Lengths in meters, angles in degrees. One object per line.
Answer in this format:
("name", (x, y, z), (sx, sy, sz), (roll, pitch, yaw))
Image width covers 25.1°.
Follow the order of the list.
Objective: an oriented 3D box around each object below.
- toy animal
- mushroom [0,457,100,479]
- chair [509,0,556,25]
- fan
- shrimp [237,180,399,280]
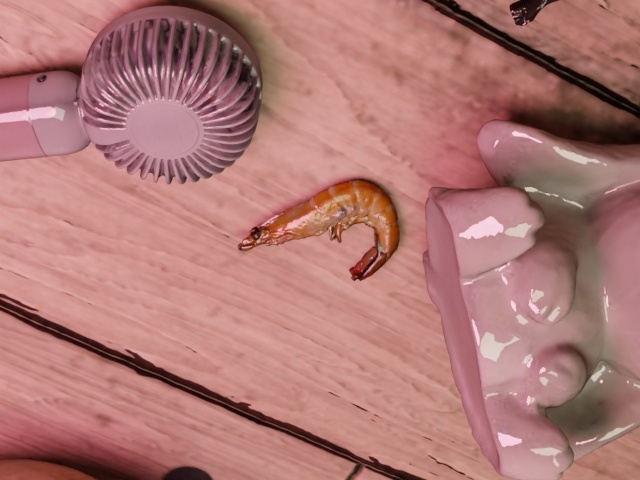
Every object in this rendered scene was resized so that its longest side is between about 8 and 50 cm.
("toy animal", (0.220, 0.027, 1.067), (0.265, 0.206, 0.272), (-16, 103, -6))
("mushroom", (-0.242, 0.355, 1.235), (0.362, 0.294, 0.362), (6, 106, 21))
("chair", (0.209, -0.247, 0.926), (0.229, 0.113, 0.106), (-21, 123, 16))
("fan", (-0.163, -0.097, 1.037), (0.244, 0.074, 0.130), (-5, 134, 8))
("shrimp", (0.000, 0.000, 1.127), (0.127, 0.025, 0.091), (-14, 124, 4))
